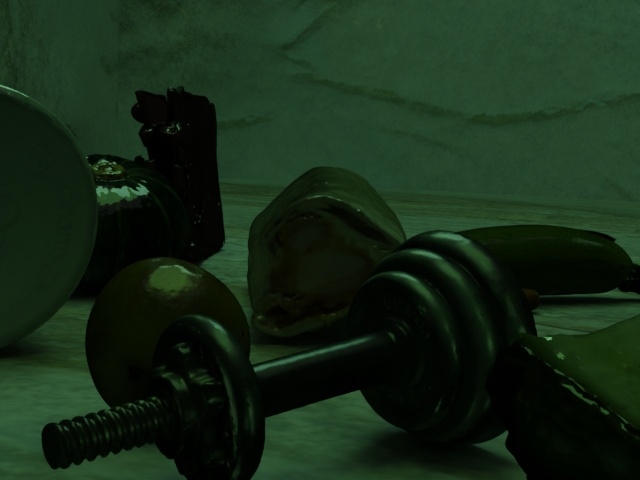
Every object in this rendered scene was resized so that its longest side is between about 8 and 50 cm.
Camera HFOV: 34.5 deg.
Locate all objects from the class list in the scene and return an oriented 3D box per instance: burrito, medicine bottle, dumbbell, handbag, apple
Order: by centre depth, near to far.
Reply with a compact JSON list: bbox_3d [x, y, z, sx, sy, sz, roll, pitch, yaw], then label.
[{"bbox_3d":[-0.004,0.063,0.474,0.254,0.110,0.110,-11,12,-35],"label":"dumbbell"},{"bbox_3d":[-0.082,0.053,0.546,0.089,0.090,0.074,4,25,24],"label":"apple"},{"bbox_3d":[-0.318,-0.030,0.789,0.189,0.190,0.332,-3,7,-36],"label":"medicine bottle"},{"bbox_3d":[-0.003,0.003,0.886,0.143,0.105,0.299,-36,7,2],"label":"burrito"},{"bbox_3d":[-0.172,-0.078,1.248,0.073,0.203,0.216,-6,5,5],"label":"handbag"}]

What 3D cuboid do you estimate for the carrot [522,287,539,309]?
[{"bbox_3d":[0.155,0.052,0.914,0.093,0.032,0.032,1,5,-34],"label":"carrot"}]

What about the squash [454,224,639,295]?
[{"bbox_3d":[0.182,0.025,0.985,0.318,0.080,0.071,0,-29,-23],"label":"squash"}]

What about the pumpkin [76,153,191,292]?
[{"bbox_3d":[-0.208,-0.016,0.995,0.167,0.125,0.167,-3,30,2],"label":"pumpkin"}]

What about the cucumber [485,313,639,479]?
[{"bbox_3d":[0.198,0.075,0.397,0.325,0.105,0.145,-3,34,-37],"label":"cucumber"}]
